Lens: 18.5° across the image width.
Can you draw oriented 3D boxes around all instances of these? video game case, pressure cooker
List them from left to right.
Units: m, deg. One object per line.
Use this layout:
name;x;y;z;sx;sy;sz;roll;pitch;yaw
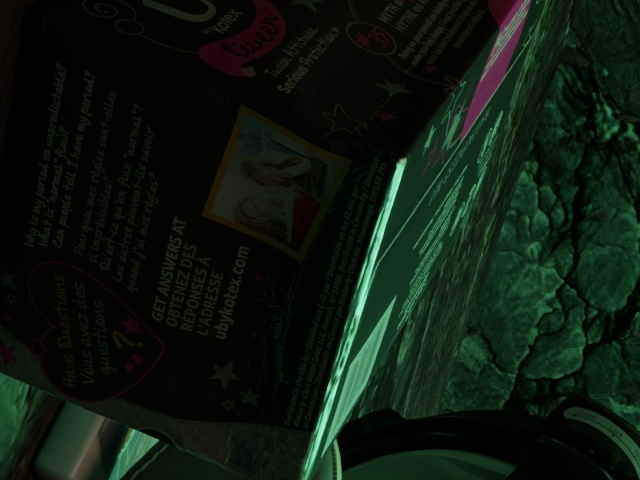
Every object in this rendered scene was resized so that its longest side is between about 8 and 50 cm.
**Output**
video game case;-0.083;0.066;0.998;0.183;0.023;0.201;93;20;-62
pressure cooker;0.114;0.309;1.520;0.420;0.375;0.370;13;70;-77

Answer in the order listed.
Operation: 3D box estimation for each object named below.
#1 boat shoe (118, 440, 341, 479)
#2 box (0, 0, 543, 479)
boat shoe;-0.095;0.183;0.862;0.319;0.116;0.099;-53;156;-22
box;-0.014;-0.043;0.793;0.247;0.142;0.163;-53;163;-56
